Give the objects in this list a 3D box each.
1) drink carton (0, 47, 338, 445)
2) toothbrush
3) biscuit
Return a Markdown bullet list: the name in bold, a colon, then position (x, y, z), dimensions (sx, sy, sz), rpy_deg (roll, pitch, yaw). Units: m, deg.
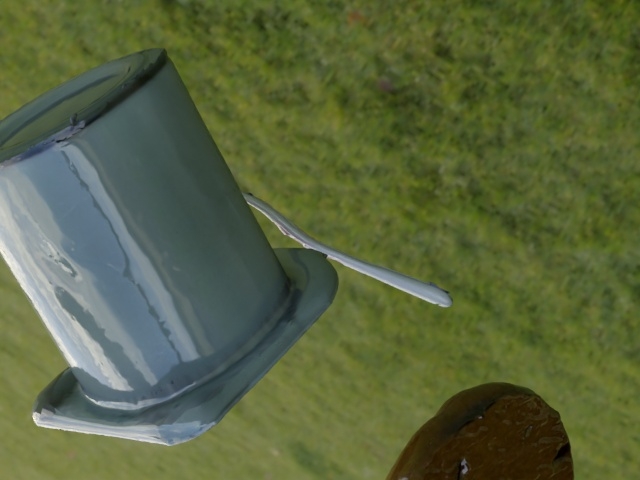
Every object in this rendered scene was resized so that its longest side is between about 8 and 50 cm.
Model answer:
- **drink carton**: position (-0.121, -0.005, 0.820), dimensions (0.185, 0.191, 0.189), rpy_deg (-6, 120, 50)
- **toothbrush**: position (0.000, 0.000, 0.901), dimensions (0.204, 0.022, 0.017), rpy_deg (24, 178, -4)
- **biscuit**: position (0.101, 0.196, 0.879), dimensions (0.036, 0.212, 0.212), rpy_deg (14, 149, 44)
